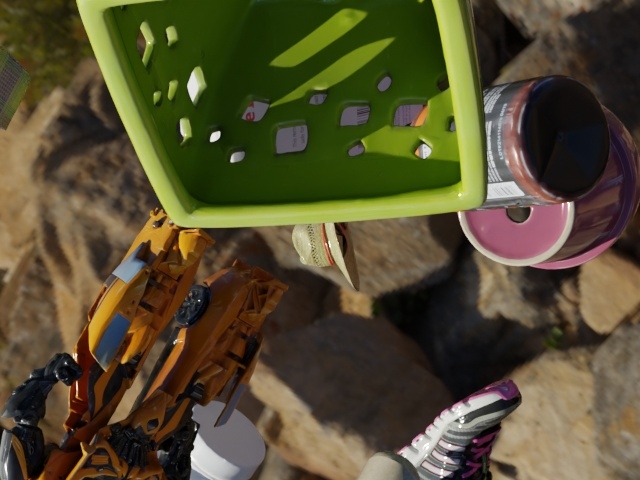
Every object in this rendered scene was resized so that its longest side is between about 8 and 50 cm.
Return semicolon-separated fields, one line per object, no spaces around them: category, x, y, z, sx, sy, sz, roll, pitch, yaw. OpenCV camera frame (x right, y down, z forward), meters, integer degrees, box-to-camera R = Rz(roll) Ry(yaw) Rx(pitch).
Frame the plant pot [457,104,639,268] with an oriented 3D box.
plant pot;0.238;-0.056;1.482;0.201;0.180;0.201;6;105;23

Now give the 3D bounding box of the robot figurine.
robot figurine;-0.157;0.131;1.203;0.085;0.211;0.291;19;78;50

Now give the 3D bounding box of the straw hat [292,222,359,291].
straw hat;0.000;0.000;1.610;0.061;0.144;0.144;-14;58;8

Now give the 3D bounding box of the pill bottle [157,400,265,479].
pill bottle;-0.191;0.339;1.759;0.272;0.152;0.152;-52;47;25

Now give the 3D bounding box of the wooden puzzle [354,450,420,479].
wooden puzzle;-0.073;0.306;0.937;0.080;0.348;0.322;33;65;1

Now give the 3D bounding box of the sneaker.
sneaker;0.125;0.181;1.146;0.075;0.063;0.170;55;131;17

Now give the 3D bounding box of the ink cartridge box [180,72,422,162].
ink cartridge box;-0.027;-0.186;1.489;0.232;0.171;0.168;-14;28;-21

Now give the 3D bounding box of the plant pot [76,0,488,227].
plant pot;-0.010;-0.159;0.892;0.228;0.227;0.207;-4;52;10

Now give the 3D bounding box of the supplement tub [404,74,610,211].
supplement tub;0.144;-0.078;1.144;0.198;0.106;0.106;-3;64;58

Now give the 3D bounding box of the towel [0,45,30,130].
towel;-0.280;-0.134;1.150;0.009;0.083;0.060;20;80;23
